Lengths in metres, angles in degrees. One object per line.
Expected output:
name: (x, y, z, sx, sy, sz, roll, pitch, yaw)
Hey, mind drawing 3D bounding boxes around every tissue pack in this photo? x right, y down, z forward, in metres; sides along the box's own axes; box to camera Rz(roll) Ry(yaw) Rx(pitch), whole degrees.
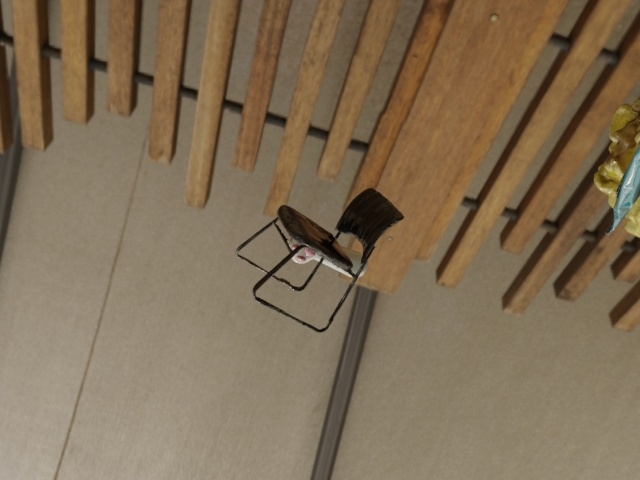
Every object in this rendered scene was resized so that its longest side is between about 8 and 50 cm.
tissue pack: (0.303, -0.075, 0.592, 0.028, 0.138, 0.085, 23, -121, 26)

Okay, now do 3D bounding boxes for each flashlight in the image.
flashlight: (0.021, 0.033, 1.452, 0.200, 0.093, 0.047, 24, -168, -20)

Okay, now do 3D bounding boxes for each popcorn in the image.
popcorn: (0.613, -0.127, 1.096, 0.252, 0.215, 0.286, 9, -119, 14)

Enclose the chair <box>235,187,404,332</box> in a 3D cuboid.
chair: (0.000, 0.000, 0.962, 0.145, 0.221, 0.140, 33, -168, -31)
